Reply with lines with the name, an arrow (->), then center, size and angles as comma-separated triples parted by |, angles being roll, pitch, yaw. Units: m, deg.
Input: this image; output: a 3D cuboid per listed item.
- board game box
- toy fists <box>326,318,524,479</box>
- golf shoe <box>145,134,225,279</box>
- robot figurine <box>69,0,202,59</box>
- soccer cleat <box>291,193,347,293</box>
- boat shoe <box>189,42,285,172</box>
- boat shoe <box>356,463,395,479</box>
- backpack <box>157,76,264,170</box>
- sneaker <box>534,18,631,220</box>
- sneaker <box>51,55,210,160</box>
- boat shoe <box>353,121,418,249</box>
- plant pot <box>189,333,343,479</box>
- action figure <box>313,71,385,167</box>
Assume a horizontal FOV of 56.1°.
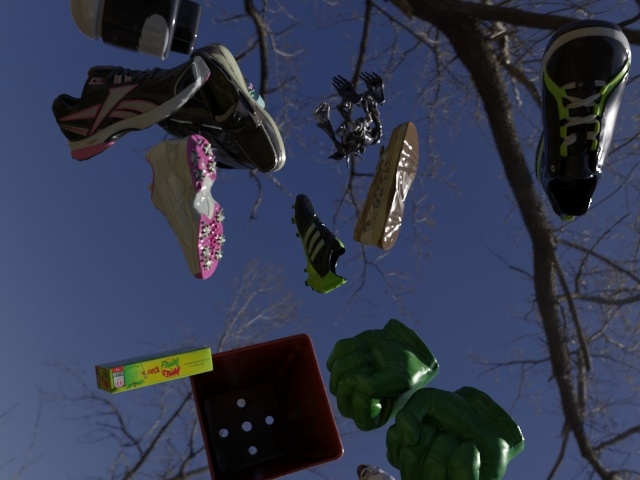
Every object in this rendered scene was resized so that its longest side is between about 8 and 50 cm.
board game box -> -0.296, 0.227, 1.070 | 0.092, 0.181, 0.043 | -12, -95, 56
toy fists -> 0.116, 0.213, 0.776 | 0.279, 0.142, 0.096 | 40, -27, 41
golf shoe -> -0.285, -0.068, 1.263 | 0.140, 0.115, 0.306 | 1, -75, 18
robot figurine -> -0.414, -0.514, 1.352 | 0.174, 0.278, 0.209 | -101, -153, -51
soccer cleat -> 0.000, 0.000, 0.997 | 0.072, 0.060, 0.179 | -20, -111, 17
boat shoe -> -0.137, -0.200, 0.942 | 0.080, 0.073, 0.224 | -23, -79, 32
boat shoe -> 0.143, 0.674, 1.680 | 0.076, 0.083, 0.226 | 41, -20, 2
backpack -> -0.236, -0.273, 1.412 | 0.225, 0.191, 0.253 | 13, -19, 25
sneaker -> 0.271, -0.109, 0.616 | 0.084, 0.097, 0.235 | -5, -38, 14
sneaker -> -0.204, -0.152, 0.625 | 0.178, 0.072, 0.077 | -26, -66, 8
boat shoe -> 0.141, -0.125, 1.307 | 0.089, 0.104, 0.285 | 12, -98, 32
plant pot -> -0.142, 0.386, 1.308 | 0.236, 0.267, 0.267 | 124, -48, -60
action figure -> 0.079, -0.301, 1.472 | 0.276, 0.164, 0.141 | 99, -33, -63
